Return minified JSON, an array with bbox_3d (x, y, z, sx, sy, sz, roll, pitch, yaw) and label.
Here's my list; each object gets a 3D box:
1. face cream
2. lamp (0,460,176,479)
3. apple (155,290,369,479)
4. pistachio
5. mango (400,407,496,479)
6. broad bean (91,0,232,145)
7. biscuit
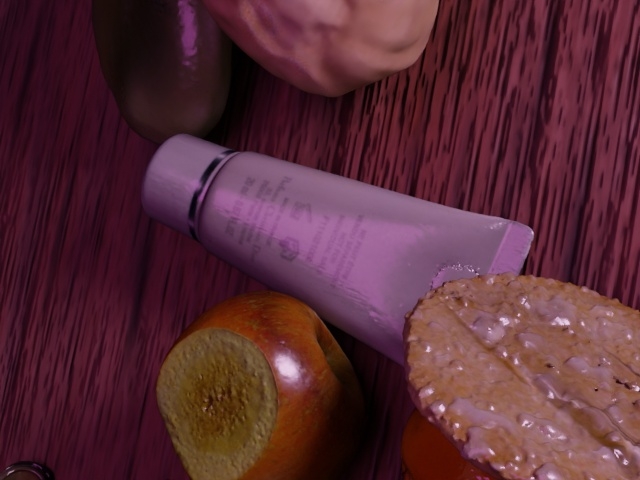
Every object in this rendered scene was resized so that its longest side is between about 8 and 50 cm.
[{"bbox_3d":[0.000,0.000,0.806,0.314,0.089,0.143,23,91,22],"label":"face cream"},{"bbox_3d":[-0.174,0.257,0.849,0.283,0.124,0.203,-24,49,26],"label":"lamp"},{"bbox_3d":[-0.047,0.126,0.753,0.147,0.163,0.146,-30,61,7],"label":"apple"},{"bbox_3d":[-0.012,-0.260,0.795,0.193,0.213,0.318,-40,52,36],"label":"pistachio"},{"bbox_3d":[0.158,0.162,0.657,0.219,0.112,0.145,14,46,20],"label":"mango"},{"bbox_3d":[-0.146,-0.194,0.905,0.169,0.100,0.228,-49,51,38],"label":"broad bean"},{"bbox_3d":[0.156,0.089,0.640,0.219,0.219,0.033,34,129,29],"label":"biscuit"}]
